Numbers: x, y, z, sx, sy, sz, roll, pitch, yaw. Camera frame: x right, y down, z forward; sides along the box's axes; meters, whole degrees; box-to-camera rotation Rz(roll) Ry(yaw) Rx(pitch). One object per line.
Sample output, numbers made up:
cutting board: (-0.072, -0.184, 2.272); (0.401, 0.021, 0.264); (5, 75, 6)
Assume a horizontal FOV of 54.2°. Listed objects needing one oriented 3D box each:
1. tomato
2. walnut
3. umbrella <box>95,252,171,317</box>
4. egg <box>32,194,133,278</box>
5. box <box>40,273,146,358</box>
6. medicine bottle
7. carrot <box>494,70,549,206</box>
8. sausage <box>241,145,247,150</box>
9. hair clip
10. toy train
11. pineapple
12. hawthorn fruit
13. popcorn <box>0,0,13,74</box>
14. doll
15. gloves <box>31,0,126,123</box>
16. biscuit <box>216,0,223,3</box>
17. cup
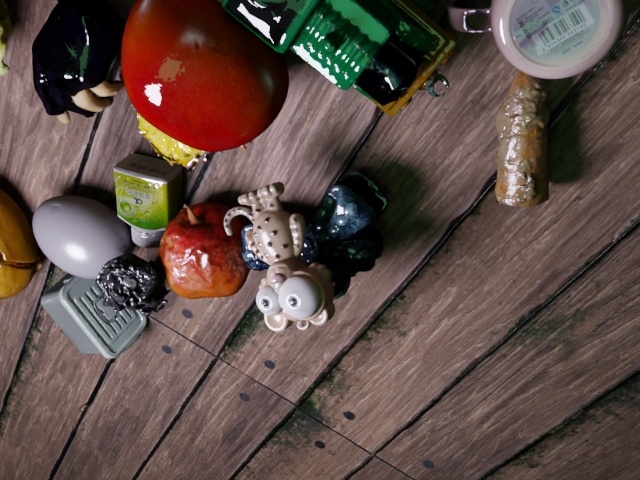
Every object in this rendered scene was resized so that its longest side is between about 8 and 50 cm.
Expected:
tomato: (-0.195, -0.270, 1.019); (0.298, 0.298, 0.226); (37, 92, -7)
walnut: (-0.807, -0.007, 1.514); (0.209, 0.209, 0.336); (2, 122, 18)
umbrella: (-0.425, 0.103, 1.402); (0.154, 0.128, 0.336); (24, 169, -18)
egg: (-0.549, -0.011, 1.435); (0.232, 0.176, 0.176); (28, 127, 4)
box: (-0.583, 0.178, 1.593); (0.135, 0.163, 0.243); (-11, 120, 35)
medicine bottle: (-0.377, -0.083, 1.382); (0.132, 0.088, 0.188); (14, 125, 10)
carrot: (0.351, -0.188, 1.070); (0.102, 0.102, 0.263); (4, 118, 17)
sausage: (-0.172, -0.243, 1.232); (0.050, 0.048, 0.145); (-21, 122, -13)
hair clip: (0.000, 0.006, 1.257); (0.310, 0.194, 0.206); (-21, 107, 31)
toy train: (0.025, -0.349, 0.964); (0.429, 0.249, 0.178); (37, 126, -7)
pineapple: (-0.275, -0.243, 1.240); (0.225, 0.076, 0.225); (16, 124, 25)
hawthorn fruit: (-0.246, 0.000, 1.314); (0.207, 0.207, 0.243); (9, 141, 13)
popcorn: (-0.715, -0.413, 1.186); (0.237, 0.293, 0.293); (-44, 103, -1)
doll: (-0.073, 0.035, 1.147); (0.154, 0.119, 0.278); (-27, 88, 26)
gloves: (-0.481, -0.347, 1.222); (0.197, 0.152, 0.301); (47, 145, 19)
biscuit: (-0.215, -0.442, 1.115); (0.121, 0.040, 0.199); (23, 126, -1)
cup: (0.308, -0.340, 0.904); (0.253, 0.200, 0.191); (1, 123, 19)
